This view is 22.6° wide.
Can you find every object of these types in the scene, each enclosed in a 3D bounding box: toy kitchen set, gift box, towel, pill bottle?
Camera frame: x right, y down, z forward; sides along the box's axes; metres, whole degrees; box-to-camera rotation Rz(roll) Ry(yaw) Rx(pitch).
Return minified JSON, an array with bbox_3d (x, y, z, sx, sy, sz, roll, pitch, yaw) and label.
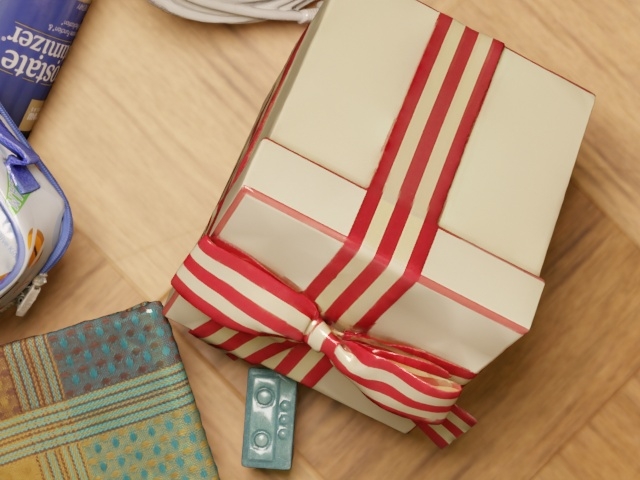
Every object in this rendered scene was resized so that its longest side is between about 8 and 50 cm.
[{"bbox_3d":[0.037,0.194,1.299,0.207,0.122,0.166,5,86,-1],"label":"toy kitchen set"},{"bbox_3d":[0.041,0.000,1.228,0.255,0.276,0.258,24,57,-3],"label":"gift box"},{"bbox_3d":[-0.197,0.257,1.291,0.271,0.040,0.370,-16,95,5],"label":"towel"},{"bbox_3d":[-0.278,-0.149,1.313,0.122,0.123,0.219,27,99,1],"label":"pill bottle"}]

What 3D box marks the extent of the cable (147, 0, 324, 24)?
[{"bbox_3d":[-0.053,-0.288,1.271,0.257,0.257,0.089,-8,47,-31],"label":"cable"}]

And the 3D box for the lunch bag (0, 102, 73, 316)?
[{"bbox_3d":[-0.337,-0.051,1.223,0.243,0.115,0.303,-36,91,20],"label":"lunch bag"}]
